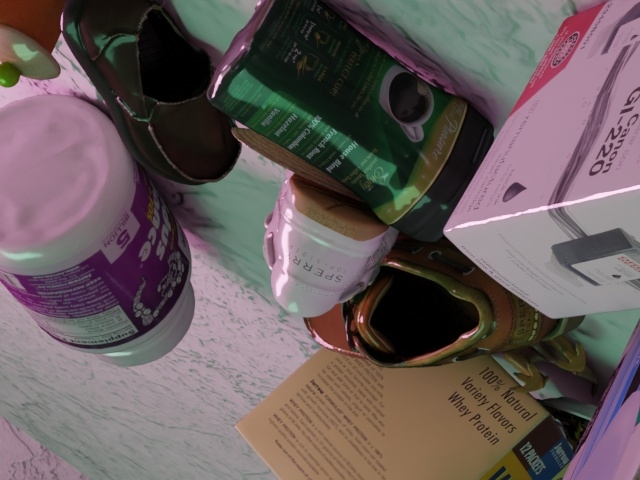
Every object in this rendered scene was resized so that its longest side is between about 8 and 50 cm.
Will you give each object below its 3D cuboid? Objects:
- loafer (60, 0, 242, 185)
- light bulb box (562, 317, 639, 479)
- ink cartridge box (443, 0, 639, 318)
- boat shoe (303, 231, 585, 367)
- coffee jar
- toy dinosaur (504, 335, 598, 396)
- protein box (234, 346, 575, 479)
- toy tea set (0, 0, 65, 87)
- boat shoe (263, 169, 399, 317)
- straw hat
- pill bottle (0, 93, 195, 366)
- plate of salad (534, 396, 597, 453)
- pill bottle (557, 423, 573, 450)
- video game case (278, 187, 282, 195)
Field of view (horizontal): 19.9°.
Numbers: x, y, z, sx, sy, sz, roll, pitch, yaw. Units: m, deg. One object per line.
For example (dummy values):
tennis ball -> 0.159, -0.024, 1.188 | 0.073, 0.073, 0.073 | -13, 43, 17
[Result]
loafer -> -0.114, -0.109, 1.369 | 0.078, 0.080, 0.220 | 18, 159, 36
light bulb box -> 0.263, 0.163, 1.047 | 0.225, 0.358, 0.361 | 26, 161, 6
ink cartridge box -> 0.176, -0.052, 0.922 | 0.092, 0.158, 0.218 | 37, 161, -17
boat shoe -> 0.063, 0.043, 1.407 | 0.307, 0.104, 0.110 | -14, 93, 55
coffee jar -> 0.024, -0.081, 1.187 | 0.184, 0.096, 0.079 | 34, 136, -10
toy dinosaur -> 0.183, 0.086, 1.499 | 0.211, 0.064, 0.112 | 33, -165, -23
protein box -> 0.078, 0.181, 1.571 | 0.200, 0.201, 0.136 | 45, 175, 35
toy tea set -> -0.318, -0.221, 1.314 | 0.336, 0.124, 0.200 | 36, 162, -17
boat shoe -> 0.000, 0.000, 1.320 | 0.098, 0.096, 0.277 | 26, -171, 4
straw hat -> 0.009, -0.077, 1.277 | 0.144, 0.061, 0.144 | 25, -171, -4
pill bottle -> -0.217, 0.005, 1.709 | 0.169, 0.169, 0.301 | 23, 162, 23
plate of salad -> 0.263, 0.183, 1.576 | 0.200, 0.048, 0.200 | 24, 174, 3
pill bottle -> 0.161, 0.214, 1.759 | 0.208, 0.119, 0.119 | 8, 152, 51
video game case -> 0.010, -0.002, 1.583 | 0.087, 0.011, 0.122 | 26, 162, 16
